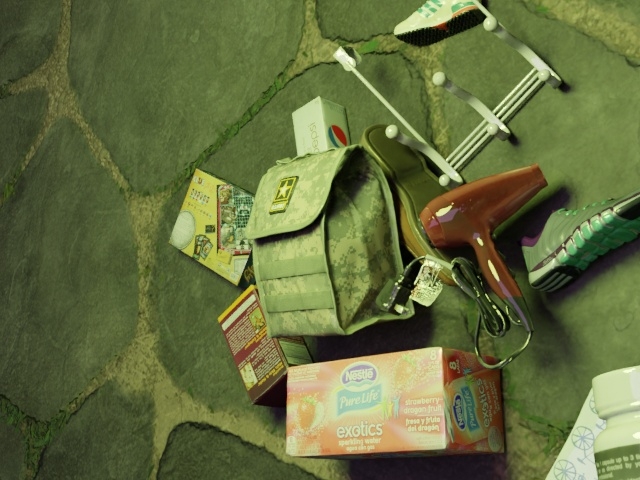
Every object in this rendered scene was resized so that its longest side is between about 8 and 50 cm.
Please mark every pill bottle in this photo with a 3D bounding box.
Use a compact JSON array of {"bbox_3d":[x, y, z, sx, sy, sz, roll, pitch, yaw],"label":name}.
[{"bbox_3d":[0.399,0.287,1.082,0.161,0.161,0.283,-21,66,38],"label":"pill bottle"}]

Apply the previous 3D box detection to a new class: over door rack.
[{"bbox_3d":[0.176,-0.272,1.484,0.239,0.108,0.324,-47,66,23],"label":"over door rack"}]

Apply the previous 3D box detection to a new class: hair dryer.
[{"bbox_3d":[0.232,0.019,1.350,0.224,0.080,0.293,24,83,22],"label":"hair dryer"}]

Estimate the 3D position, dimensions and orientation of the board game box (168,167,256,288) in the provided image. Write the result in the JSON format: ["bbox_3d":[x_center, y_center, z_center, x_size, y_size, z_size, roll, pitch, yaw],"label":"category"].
[{"bbox_3d":[-0.186,-0.027,1.853,0.243,0.042,0.165,28,99,44],"label":"board game box"}]

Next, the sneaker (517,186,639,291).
[{"bbox_3d":[0.360,-0.027,1.311,0.224,0.083,0.098,-40,49,30],"label":"sneaker"}]

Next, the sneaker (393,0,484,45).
[{"bbox_3d":[0.194,-0.377,1.580,0.161,0.057,0.075,-13,68,36],"label":"sneaker"}]

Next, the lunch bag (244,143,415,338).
[{"bbox_3d":[0.000,0.000,1.506,0.235,0.169,0.287,-10,91,56],"label":"lunch bag"}]

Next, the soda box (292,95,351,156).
[{"bbox_3d":[0.010,-0.136,1.678,0.074,0.069,0.216,-26,62,38],"label":"soda box"}]

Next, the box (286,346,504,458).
[{"bbox_3d":[0.104,0.249,1.426,0.300,0.154,0.142,-14,70,41],"label":"box"}]

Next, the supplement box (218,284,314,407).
[{"bbox_3d":[-0.093,0.185,1.680,0.104,0.081,0.188,-45,52,25],"label":"supplement box"}]

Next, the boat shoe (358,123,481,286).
[{"bbox_3d":[0.150,-0.041,1.509,0.307,0.111,0.104,62,147,28],"label":"boat shoe"}]

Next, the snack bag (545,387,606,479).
[{"bbox_3d":[0.395,0.403,1.191,0.323,0.037,0.342,33,102,43],"label":"snack bag"}]
